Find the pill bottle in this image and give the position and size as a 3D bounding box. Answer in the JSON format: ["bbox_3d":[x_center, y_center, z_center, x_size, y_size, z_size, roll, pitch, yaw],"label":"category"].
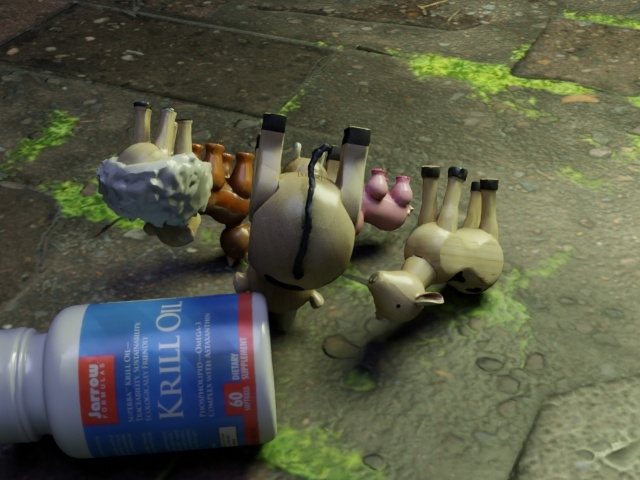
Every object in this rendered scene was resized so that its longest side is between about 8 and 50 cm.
[{"bbox_3d":[-0.149,0.110,0.747,0.221,0.124,0.124,-5,36,-3],"label":"pill bottle"}]

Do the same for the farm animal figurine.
[{"bbox_3d":[0.000,0.000,0.844,0.330,0.172,0.327,6,-5,11],"label":"farm animal figurine"}]
